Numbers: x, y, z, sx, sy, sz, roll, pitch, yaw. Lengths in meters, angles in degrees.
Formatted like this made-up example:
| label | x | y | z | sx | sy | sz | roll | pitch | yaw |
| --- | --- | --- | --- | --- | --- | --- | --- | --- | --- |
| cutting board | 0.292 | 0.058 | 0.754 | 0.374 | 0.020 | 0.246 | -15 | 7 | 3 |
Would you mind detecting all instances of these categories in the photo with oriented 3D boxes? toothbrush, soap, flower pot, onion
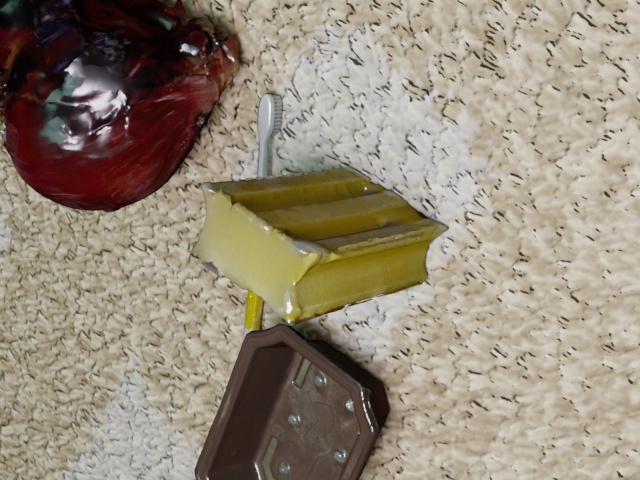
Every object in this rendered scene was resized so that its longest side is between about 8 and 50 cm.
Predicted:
| label | x | y | z | sx | sy | sz | roll | pitch | yaw |
| --- | --- | --- | --- | --- | --- | --- | --- | --- | --- |
| toothbrush | -0.062 | -0.014 | 1.255 | 0.021 | 0.024 | 0.288 | 18 | 110 | 36 |
| soap | 0.000 | -0.001 | 1.074 | 0.135 | 0.233 | 0.076 | 33 | 113 | 28 |
| flower pot | -0.019 | 0.210 | 1.221 | 0.179 | 0.084 | 0.251 | 35 | 116 | 28 |
| onion | -0.242 | -0.167 | 1.248 | 0.280 | 0.221 | 0.281 | -6 | 71 | 19 |
